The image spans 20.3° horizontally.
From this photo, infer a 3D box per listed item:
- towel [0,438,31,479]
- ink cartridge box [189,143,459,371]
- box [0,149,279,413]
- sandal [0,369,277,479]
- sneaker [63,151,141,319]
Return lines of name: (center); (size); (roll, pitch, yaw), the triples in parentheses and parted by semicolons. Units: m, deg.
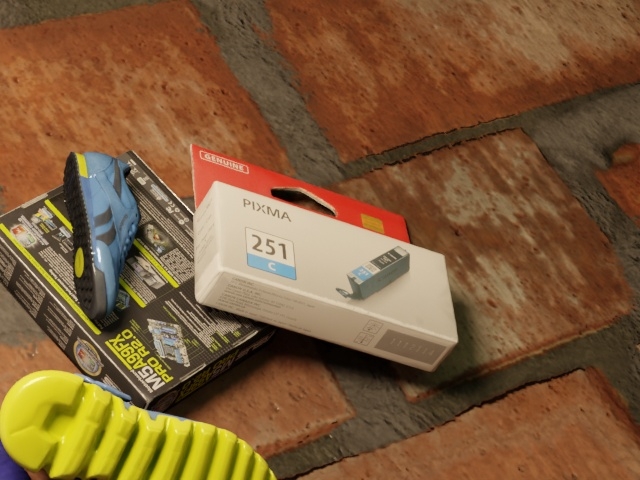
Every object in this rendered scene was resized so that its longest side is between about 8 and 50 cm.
towel: (-0.374, 0.256, 1.682); (0.227, 0.076, 0.308); (-19, 62, -43)
ink cartridge box: (0.000, 0.000, 2.009); (0.296, 0.066, 0.261); (18, 40, -23)
box: (-0.203, 0.047, 1.934); (0.270, 0.060, 0.216); (45, 49, 15)
sandal: (-0.177, 0.212, 1.772); (0.317, 0.138, 0.126); (32, 83, -18)
sneaker: (-0.220, -0.008, 1.883); (0.082, 0.069, 0.209); (7, 50, -24)
